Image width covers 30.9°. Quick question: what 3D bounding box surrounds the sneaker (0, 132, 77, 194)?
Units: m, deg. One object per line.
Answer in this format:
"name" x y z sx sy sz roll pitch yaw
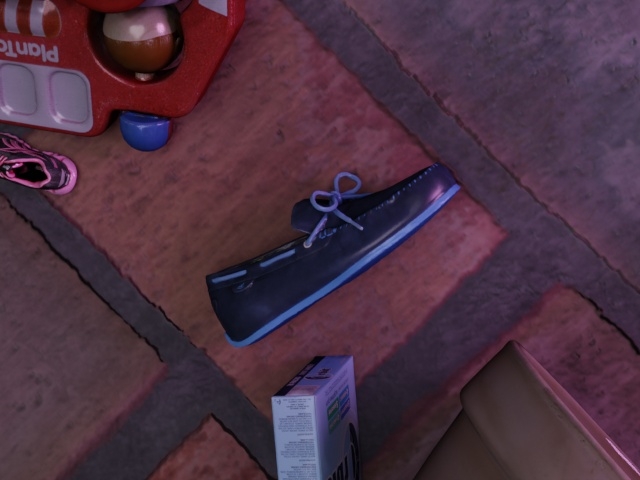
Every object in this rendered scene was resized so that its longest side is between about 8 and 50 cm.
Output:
"sneaker" -0.297 -0.074 1.115 0.119 0.057 0.047 14 102 12

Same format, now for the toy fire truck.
"toy fire truck" -0.213 -0.209 1.043 0.302 0.169 0.254 10 123 12

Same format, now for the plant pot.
"plant pot" 0.156 0.285 0.901 0.280 0.323 0.323 -42 87 6

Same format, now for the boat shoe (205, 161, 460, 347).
"boat shoe" 0.000 0.000 1.033 0.258 0.109 0.089 -34 85 12

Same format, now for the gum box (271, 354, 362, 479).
"gum box" 0.003 0.208 1.029 0.041 0.157 0.184 -3 96 13
